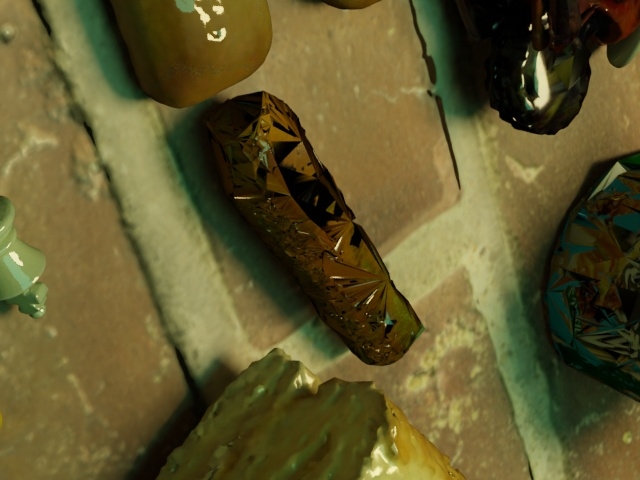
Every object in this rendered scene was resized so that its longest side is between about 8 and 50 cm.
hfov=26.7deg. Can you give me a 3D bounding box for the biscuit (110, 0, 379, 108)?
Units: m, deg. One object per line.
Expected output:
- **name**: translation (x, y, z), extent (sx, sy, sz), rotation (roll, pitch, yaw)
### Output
- **biscuit**: translation (-0.042, -0.242, 0.750), extent (0.237, 0.062, 0.290), rotation (-33, 124, -31)

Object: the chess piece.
- **chess piece**: translation (-0.182, -0.011, 0.703), extent (0.059, 0.059, 0.149), rotation (-43, 133, -24)

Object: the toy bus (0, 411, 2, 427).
- **toy bus**: translation (-0.290, 0.167, 0.596), extent (0.331, 0.145, 0.151), rotation (-35, 124, -26)

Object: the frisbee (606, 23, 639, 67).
- **frisbee**: translation (0.238, -0.181, 1.000), extent (0.014, 0.110, 0.110), rotation (21, 88, -4)

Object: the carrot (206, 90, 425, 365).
- **carrot**: translation (0.001, 0.000, 0.859), extent (0.069, 0.069, 0.228), rotation (-50, 131, -19)

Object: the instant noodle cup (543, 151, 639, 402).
- **instant noodle cup**: translation (0.299, 0.043, 1.056), extent (0.240, 0.178, 0.240), rotation (-13, 111, -39)

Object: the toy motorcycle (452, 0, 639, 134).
- **toy motorcycle**: translation (0.153, -0.274, 0.866), extent (0.207, 0.134, 0.401), rotation (-38, 126, -28)

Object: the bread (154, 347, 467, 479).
- **bread**: translation (0.032, 0.267, 0.893), extent (0.236, 0.165, 0.375), rotation (-56, 132, -17)
